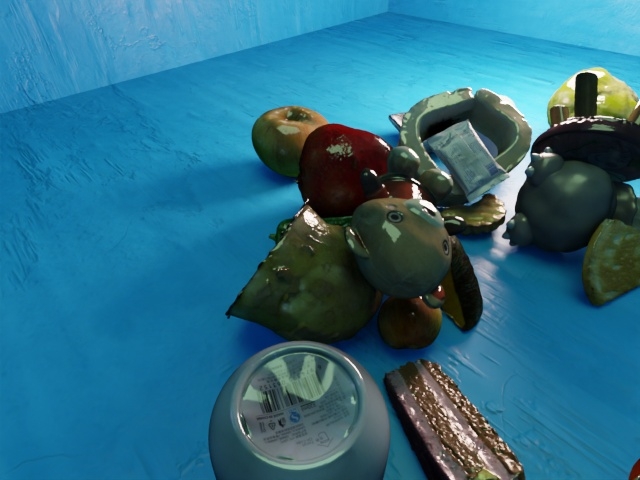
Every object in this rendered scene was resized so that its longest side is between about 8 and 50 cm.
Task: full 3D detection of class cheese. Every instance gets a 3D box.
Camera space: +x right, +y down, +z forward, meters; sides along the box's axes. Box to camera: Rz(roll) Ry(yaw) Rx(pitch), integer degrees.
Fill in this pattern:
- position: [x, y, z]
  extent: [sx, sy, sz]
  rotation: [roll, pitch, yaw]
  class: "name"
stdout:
- position: [0.387, -0.263, 1.132]
  extent: [0.332, 0.153, 0.292]
  rotation: [-25, 78, -1]
  class: "cheese"

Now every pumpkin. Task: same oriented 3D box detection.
- position: [0.282, 0.036, 0.900]
  extent: [0.111, 0.163, 0.278]
  rotation: [-15, 42, -23]
  class: "pumpkin"

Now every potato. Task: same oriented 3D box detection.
- position: [-0.004, 0.096, 0.799]
  extent: [0.237, 0.301, 0.288]
  rotation: [35, 67, -2]
  class: "potato"

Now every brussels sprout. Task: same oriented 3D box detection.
- position: [0.910, -0.437, 1.366]
  extent: [0.274, 0.242, 0.317]
  rotation: [31, 47, 25]
  class: "brussels sprout"

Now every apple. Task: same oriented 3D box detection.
- position: [-0.088, -0.313, 1.308]
  extent: [0.261, 0.194, 0.260]
  rotation: [0, 42, 0]
  class: "apple"
- position: [0.173, 0.157, 0.793]
  extent: [0.126, 0.126, 0.102]
  rotation: [-2, 62, 1]
  class: "apple"

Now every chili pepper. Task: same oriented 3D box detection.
- position: [0.000, 0.000, 0.977]
  extent: [0.271, 0.136, 0.099]
  rotation: [0, 47, 17]
  class: "chili pepper"

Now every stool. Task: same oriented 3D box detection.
- position: [0.686, -0.268, 1.019]
  extent: [0.272, 0.272, 0.178]
  rotation: [16, 80, 20]
  class: "stool"

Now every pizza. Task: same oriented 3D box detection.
- position: [0.670, 0.036, 0.905]
  extent: [0.262, 0.181, 0.034]
  rotation: [-9, 6, -21]
  class: "pizza"

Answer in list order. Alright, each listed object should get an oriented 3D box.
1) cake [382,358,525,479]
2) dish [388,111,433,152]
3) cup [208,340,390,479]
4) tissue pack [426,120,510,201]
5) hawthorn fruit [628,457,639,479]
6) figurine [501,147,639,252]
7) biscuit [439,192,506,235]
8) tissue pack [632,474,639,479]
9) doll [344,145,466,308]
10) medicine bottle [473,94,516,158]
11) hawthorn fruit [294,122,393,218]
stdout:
- position: [0.203, 0.301, 0.643]
  extent: [0.116, 0.112, 0.295]
  rotation: [-12, 35, -14]
  class: "cake"
- position: [0.361, -0.377, 1.448]
  extent: [0.182, 0.080, 0.243]
  rotation: [-10, 39, -9]
  class: "dish"
- position: [-0.025, 0.282, 0.509]
  extent: [0.206, 0.312, 0.205]
  rotation: [0, 39, 0]
  class: "cup"
- position: [0.371, -0.206, 1.033]
  extent: [0.123, 0.026, 0.193]
  rotation: [-32, 79, -2]
  class: "tissue pack"
- position: [0.489, 0.344, 0.503]
  extent: [0.211, 0.211, 0.299]
  rotation: [6, 32, 10]
  class: "hawthorn fruit"
- position: [0.644, -0.069, 0.987]
  extent: [0.381, 0.248, 0.203]
  rotation: [9, 24, -7]
  class: "figurine"
- position: [0.410, -0.056, 1.081]
  extent: [0.183, 0.061, 0.118]
  rotation: [-14, 43, -11]
  class: "biscuit"
- position: [0.303, 0.379, 0.313]
  extent: [0.124, 0.394, 0.288]
  rotation: [-25, 46, -25]
  class: "tissue pack"
- position: [0.149, -0.034, 0.778]
  extent: [0.235, 0.174, 0.330]
  rotation: [36, 39, -15]
  class: "doll"
- position: [0.566, -0.362, 1.353]
  extent: [0.170, 0.170, 0.293]
  rotation: [13, 41, 18]
  class: "medicine bottle"
- position: [0.087, -0.173, 1.095]
  extent: [0.307, 0.265, 0.265]
  rotation: [9, 39, -8]
  class: "hawthorn fruit"
